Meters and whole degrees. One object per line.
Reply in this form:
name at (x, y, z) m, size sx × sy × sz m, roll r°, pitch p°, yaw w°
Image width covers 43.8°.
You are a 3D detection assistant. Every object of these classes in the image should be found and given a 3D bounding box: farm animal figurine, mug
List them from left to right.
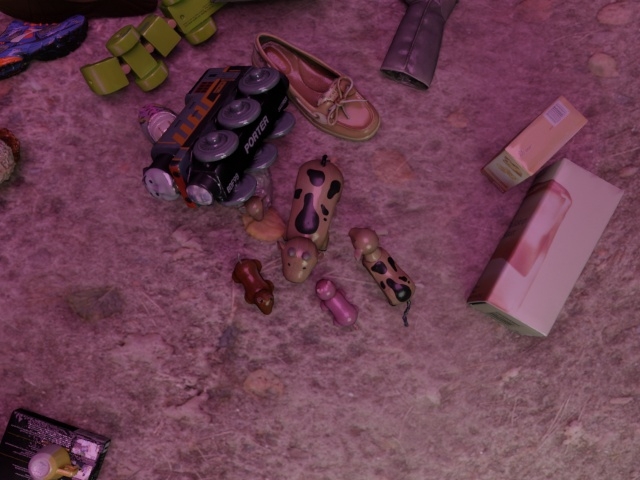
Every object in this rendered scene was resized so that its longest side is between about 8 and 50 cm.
mug at (-0.465, 0.385, 1.373) m, size 0.078 × 0.064 × 0.062 m, roll -16°, pitch 84°, yaw -3°
farm animal figurine at (0.000, 0.000, 1.424) m, size 0.331 × 0.172 × 0.326 m, roll -3°, pitch 83°, yaw -2°

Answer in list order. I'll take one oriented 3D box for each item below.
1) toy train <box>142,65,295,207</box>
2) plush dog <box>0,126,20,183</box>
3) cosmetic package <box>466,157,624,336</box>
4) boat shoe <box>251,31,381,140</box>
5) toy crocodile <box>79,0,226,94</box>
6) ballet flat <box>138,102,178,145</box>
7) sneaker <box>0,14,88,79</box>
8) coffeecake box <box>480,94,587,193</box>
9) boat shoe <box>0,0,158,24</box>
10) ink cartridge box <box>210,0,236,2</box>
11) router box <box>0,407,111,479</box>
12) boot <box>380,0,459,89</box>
toy train at (-0.175, -0.186, 1.391) m, size 0.190 × 0.142 × 0.333 m, roll 4°, pitch 48°, yaw 27°
plush dog at (-0.663, -0.141, 1.419) m, size 0.226 × 0.262 × 0.210 m, roll 7°, pitch 117°, yaw 9°
cosmetic package at (0.403, 0.016, 1.446) m, size 0.129 × 0.153 × 0.296 m, roll 31°, pitch 82°, yaw 1°
boat shoe at (-0.012, -0.287, 1.499) m, size 0.285 × 0.089 × 0.104 m, roll 33°, pitch 83°, yaw 2°
toy crocodile at (-0.302, -0.394, 1.503) m, size 0.340 × 0.105 × 0.115 m, roll -45°, pitch 126°, yaw -8°
ballet flat at (-0.265, -0.174, 1.484) m, size 0.077 × 0.079 × 0.221 m, roll -36°, pitch 85°, yaw -2°
sneaker at (-0.545, -0.382, 1.497) m, size 0.221 × 0.083 × 0.087 m, roll -22°, pitch 88°, yaw -6°
coffeecake box at (0.383, -0.170, 1.448) m, size 0.142 × 0.185 × 0.068 m, roll -44°, pitch 87°, yaw -6°
boat shoe at (-0.464, -0.481, 1.505) m, size 0.303 × 0.109 × 0.098 m, roll -6°, pitch 77°, yaw -7°
ink cartridge box at (-0.108, -0.594, 1.450) m, size 0.211 × 0.122 × 0.289 m, roll -13°, pitch 101°, yaw -25°
router box at (-0.487, 0.393, 1.428) m, size 0.179 × 0.046 × 0.133 m, roll 19°, pitch 84°, yaw 1°
boot at (0.161, -0.417, 1.536) m, size 0.190 × 0.076 × 0.208 m, roll 24°, pitch 90°, yaw 3°
